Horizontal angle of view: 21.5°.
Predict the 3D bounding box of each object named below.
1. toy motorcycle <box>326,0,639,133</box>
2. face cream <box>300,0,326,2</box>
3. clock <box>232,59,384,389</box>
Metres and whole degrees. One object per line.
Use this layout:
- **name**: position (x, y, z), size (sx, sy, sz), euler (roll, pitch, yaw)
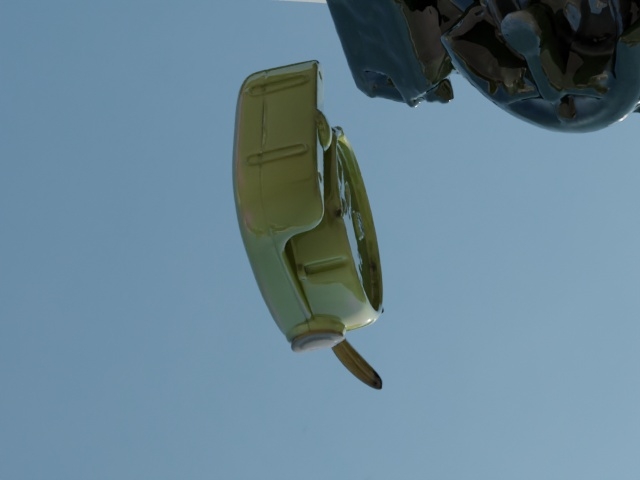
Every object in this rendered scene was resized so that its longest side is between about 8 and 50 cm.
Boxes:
- **toy motorcycle**: position (0.094, -0.108, 0.664), size (0.205, 0.275, 0.127), euler (-43, -65, -33)
- **face cream**: position (-0.046, -0.253, 1.424), size (0.345, 0.102, 0.102), euler (-1, -120, -28)
- **clock**: position (0.000, 0.000, 1.209), size (0.069, 0.232, 0.170), euler (-13, -139, 10)
